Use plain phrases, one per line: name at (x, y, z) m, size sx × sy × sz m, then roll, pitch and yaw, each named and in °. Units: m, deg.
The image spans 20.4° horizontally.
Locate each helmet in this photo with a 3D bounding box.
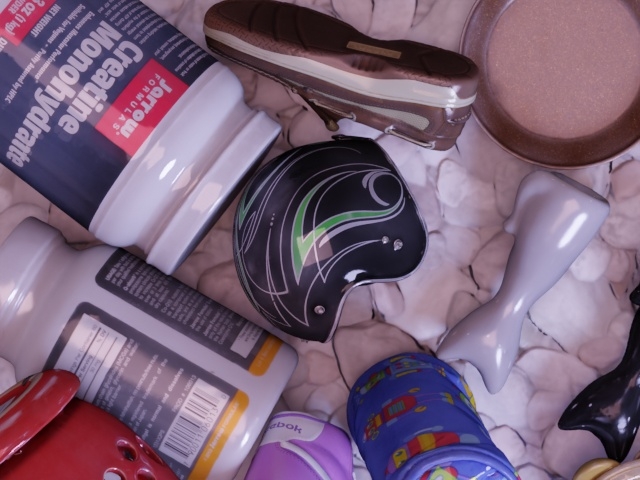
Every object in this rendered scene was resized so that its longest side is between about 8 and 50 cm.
helmet at (0.000, 0.000, 1.585) m, size 0.161 × 0.169 × 0.169 m, roll -25°, pitch 93°, yaw -11°

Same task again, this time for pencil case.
pencil case at (0.099, 0.193, 1.526) m, size 0.119 × 0.306 × 0.133 m, roll -40°, pitch 103°, yaw 4°

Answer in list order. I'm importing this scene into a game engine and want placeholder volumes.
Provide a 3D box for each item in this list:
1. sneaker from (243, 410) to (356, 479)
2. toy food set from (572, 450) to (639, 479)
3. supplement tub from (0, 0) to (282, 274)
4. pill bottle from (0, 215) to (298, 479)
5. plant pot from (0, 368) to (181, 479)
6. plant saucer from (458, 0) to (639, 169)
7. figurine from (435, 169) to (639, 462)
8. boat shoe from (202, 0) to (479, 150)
sneaker at (0.021, 0.270, 1.632) m, size 0.102 × 0.161 × 0.282 m, roll -10°, pitch 129°, yaw 22°
toy food set at (0.285, 0.237, 1.635) m, size 0.192 × 0.038 × 0.132 m, roll -33°, pitch 127°, yaw 10°
supplement tub at (-0.190, -0.117, 1.570) m, size 0.272 × 0.191 × 0.191 m, roll 37°, pitch 96°, yaw 0°
pill bottle at (-0.173, 0.102, 1.603) m, size 0.278 × 0.162 × 0.162 m, roll 30°, pitch 96°, yaw 2°
plant pot at (-0.226, 0.213, 1.481) m, size 0.191 × 0.191 × 0.174 m, roll -35°, pitch 100°, yaw 5°
plant saucer at (0.224, -0.163, 1.621) m, size 0.198 × 0.036 × 0.199 m, roll 0°, pitch 94°, yaw 3°
figurine at (0.235, 0.069, 1.619) m, size 0.215 × 0.092 × 0.209 m, roll 29°, pitch 100°, yaw 1°
boat shoe at (0.010, -0.141, 1.609) m, size 0.257 × 0.095 × 0.095 m, roll 19°, pitch 123°, yaw 14°
